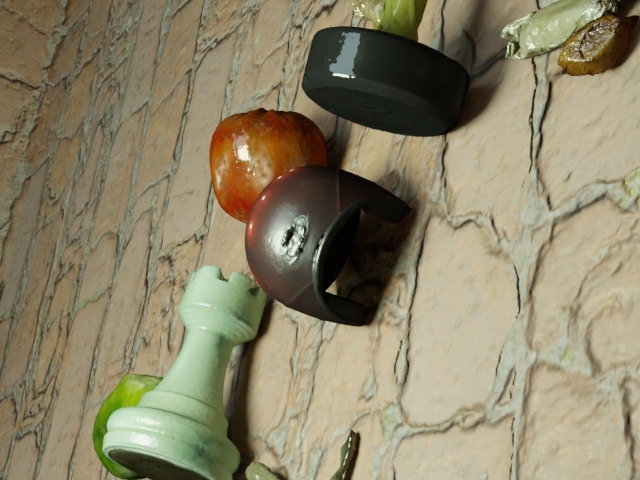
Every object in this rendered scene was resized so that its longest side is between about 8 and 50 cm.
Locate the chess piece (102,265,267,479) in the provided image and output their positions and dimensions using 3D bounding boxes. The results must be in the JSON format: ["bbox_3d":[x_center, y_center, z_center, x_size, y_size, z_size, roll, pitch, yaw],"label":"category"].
[{"bbox_3d":[-0.175,0.193,1.770,0.194,0.194,0.299,-24,42,56],"label":"chess piece"}]

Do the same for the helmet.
[{"bbox_3d":[0.000,0.000,1.568,0.216,0.193,0.189,-28,-42,-85],"label":"helmet"}]

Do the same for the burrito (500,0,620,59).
[{"bbox_3d":[0.265,-0.239,1.356,0.188,0.045,0.058,-16,65,57],"label":"burrito"}]

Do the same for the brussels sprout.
[{"bbox_3d":[-0.286,0.292,1.940,0.181,0.143,0.162,-110,21,-84],"label":"brussels sprout"}]

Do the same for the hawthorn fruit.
[{"bbox_3d":[-0.078,-0.091,1.781,0.179,0.179,0.201,17,100,64],"label":"hawthorn fruit"}]

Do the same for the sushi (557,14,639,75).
[{"bbox_3d":[0.288,-0.198,1.285,0.099,0.047,0.050,-25,61,34],"label":"sushi"}]

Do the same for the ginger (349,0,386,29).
[{"bbox_3d":[0.089,-0.382,1.773,0.137,0.074,0.213,-14,66,60],"label":"ginger"}]

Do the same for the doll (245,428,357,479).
[{"bbox_3d":[-0.040,0.338,1.494,0.286,0.091,0.203,-20,21,45],"label":"doll"}]

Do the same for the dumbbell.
[{"bbox_3d":[0.112,-0.308,1.522,0.203,0.203,0.323,3,75,63],"label":"dumbbell"}]
